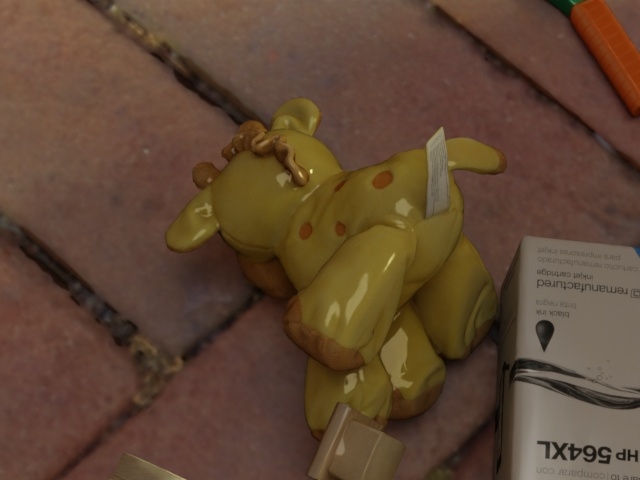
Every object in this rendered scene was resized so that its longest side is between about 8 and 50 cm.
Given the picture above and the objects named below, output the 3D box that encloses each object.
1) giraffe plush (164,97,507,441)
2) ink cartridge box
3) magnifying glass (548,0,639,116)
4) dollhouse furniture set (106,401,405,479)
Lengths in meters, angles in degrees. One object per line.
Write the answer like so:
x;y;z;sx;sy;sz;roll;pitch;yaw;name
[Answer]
0.000;0.000;1.055;0.170;0.210;0.181;23;31;32;giraffe plush
0.186;0.111;1.050;0.148;0.086;0.203;6;64;-2;ink cartridge box
0.179;-0.188;1.225;0.092;0.026;0.231;-24;67;-15;magnifying glass
-0.154;0.195;0.875;0.174;0.303;0.355;19;78;34;dollhouse furniture set
